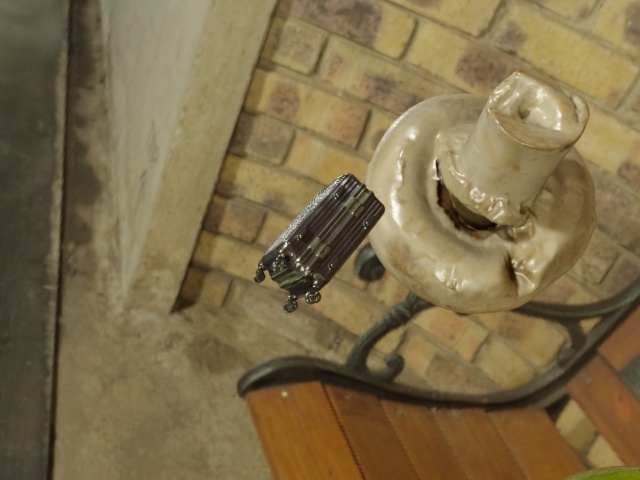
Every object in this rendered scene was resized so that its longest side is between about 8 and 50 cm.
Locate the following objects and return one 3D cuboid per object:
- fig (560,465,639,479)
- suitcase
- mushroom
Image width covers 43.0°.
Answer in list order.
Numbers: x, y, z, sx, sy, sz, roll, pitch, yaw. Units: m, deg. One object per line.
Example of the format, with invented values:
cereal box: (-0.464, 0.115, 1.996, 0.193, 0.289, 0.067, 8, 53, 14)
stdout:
fig: (0.273, 0.256, 0.636, 0.206, 0.275, 0.206, 4, 60, -7)
suitcase: (0.000, 0.000, 0.757, 0.059, 0.086, 0.126, 44, 68, -8)
mushroom: (0.196, -0.063, 0.964, 0.292, 0.290, 0.293, 1, 70, -3)
